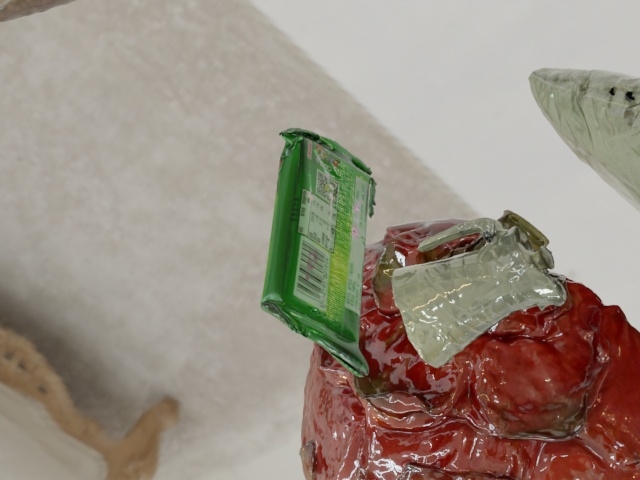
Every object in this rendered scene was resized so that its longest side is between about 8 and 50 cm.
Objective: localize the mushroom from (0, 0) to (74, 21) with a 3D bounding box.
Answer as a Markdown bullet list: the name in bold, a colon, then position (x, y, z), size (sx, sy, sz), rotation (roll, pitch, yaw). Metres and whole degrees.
- **mushroom**: position (-0.188, -0.243, 0.897), size (0.356, 0.331, 0.334), rotation (52, 165, 27)

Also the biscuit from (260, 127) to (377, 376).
- **biscuit**: position (0.000, 0.000, 0.486), size (0.046, 0.089, 0.016), rotation (30, 139, -32)

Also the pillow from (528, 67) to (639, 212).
- **pillow**: position (0.285, -0.019, 1.012), size (0.274, 0.076, 0.281), rotation (40, -179, -17)

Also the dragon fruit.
- **dragon fruit**: position (0.080, 0.097, 1.001), size (0.317, 0.152, 0.205), rotation (-9, 104, 32)

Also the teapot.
- **teapot**: position (0.081, 0.022, 0.729), size (0.083, 0.067, 0.057), rotation (-23, 160, 17)
